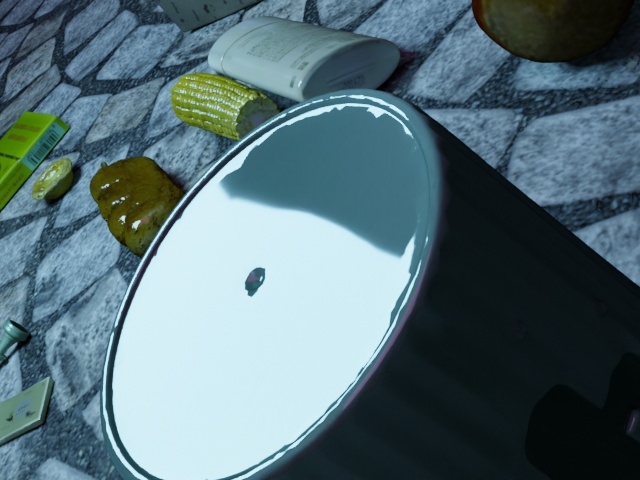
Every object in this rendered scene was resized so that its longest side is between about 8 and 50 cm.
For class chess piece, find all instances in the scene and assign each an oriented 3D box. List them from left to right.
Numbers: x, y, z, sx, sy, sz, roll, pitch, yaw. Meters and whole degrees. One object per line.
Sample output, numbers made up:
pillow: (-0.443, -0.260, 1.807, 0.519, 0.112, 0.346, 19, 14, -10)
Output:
chess piece: (-0.503, 0.173, 1.432, 0.093, 0.042, 0.042, -54, 36, -3)

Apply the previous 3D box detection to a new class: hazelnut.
hazelnut: (0.280, -0.299, 1.039, 0.210, 0.210, 0.186, -33, 60, 15)

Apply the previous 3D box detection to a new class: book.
book: (-0.432, 0.247, 1.301, 0.111, 0.014, 0.077, -28, 38, 21)

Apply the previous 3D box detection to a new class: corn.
corn: (-0.158, -0.214, 1.440, 0.093, 0.093, 0.244, -52, 36, -11)

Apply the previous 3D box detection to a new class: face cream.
face cream: (-0.043, -0.280, 1.384, 0.174, 0.081, 0.348, -27, 29, -22)

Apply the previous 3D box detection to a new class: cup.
cup: (0.082, 0.152, 0.580, 0.310, 0.392, 0.400, -22, 45, 36)

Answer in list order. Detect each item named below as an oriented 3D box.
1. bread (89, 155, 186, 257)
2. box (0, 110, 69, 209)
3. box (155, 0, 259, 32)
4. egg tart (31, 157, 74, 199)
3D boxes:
bread: (-0.292, -0.063, 1.428, 0.124, 0.084, 0.344, -27, 31, -16)
box: (-0.685, -0.133, 1.920, 0.187, 0.047, 0.335, 15, 64, 51)
box: (-0.194, -0.573, 1.734, 0.297, 0.225, 0.190, -12, 46, 35)
egg tart: (-0.503, -0.112, 1.723, 0.105, 0.039, 0.105, -26, 39, 23)
